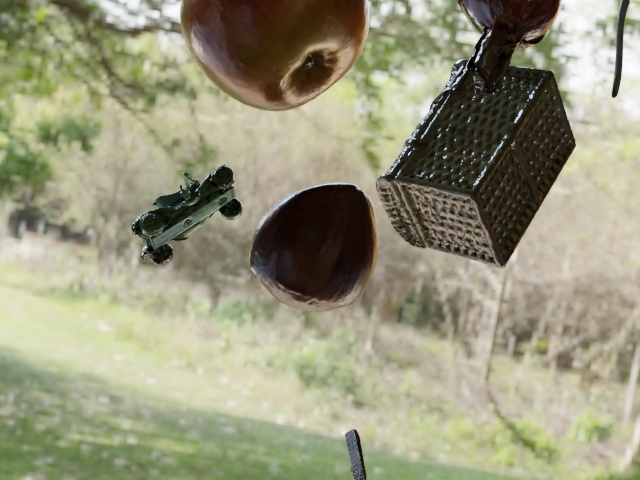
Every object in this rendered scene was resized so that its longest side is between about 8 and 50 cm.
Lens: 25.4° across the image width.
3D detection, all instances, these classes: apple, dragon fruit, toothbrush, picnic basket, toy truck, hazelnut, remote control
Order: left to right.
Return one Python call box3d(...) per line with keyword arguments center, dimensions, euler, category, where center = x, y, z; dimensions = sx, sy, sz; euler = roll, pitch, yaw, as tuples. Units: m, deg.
box3d(center=(-0.178, -0.042, 1.809), dimensions=(0.078, 0.154, 0.080), euler=(44, -22, 32), category="toy truck")
box3d(center=(-0.066, -0.320, 2.039), dimensions=(0.286, 0.286, 0.233), euler=(9, 39, -53), category="apple")
box3d(center=(0.000, 0.000, 2.114), dimensions=(0.208, 0.208, 0.208), euler=(10, 1, 0), category="hazelnut")
box3d(center=(0.064, 0.376, 2.463), dimensions=(0.014, 0.096, 0.039), euler=(1, -22, -31), category="remote control")
box3d(center=(0.174, -0.093, 1.631), dimensions=(0.154, 0.196, 0.134), euler=(17, -28, 35), category="picnic basket")
box3d(center=(0.207, -0.255, 1.595), dimensions=(0.125, 0.246, 0.125), euler=(33, -37, -16), category="dragon fruit")
box3d(center=(0.347, -0.257, 1.615), dimensions=(0.019, 0.193, 0.013), euler=(4, 16, -3), category="toothbrush")
